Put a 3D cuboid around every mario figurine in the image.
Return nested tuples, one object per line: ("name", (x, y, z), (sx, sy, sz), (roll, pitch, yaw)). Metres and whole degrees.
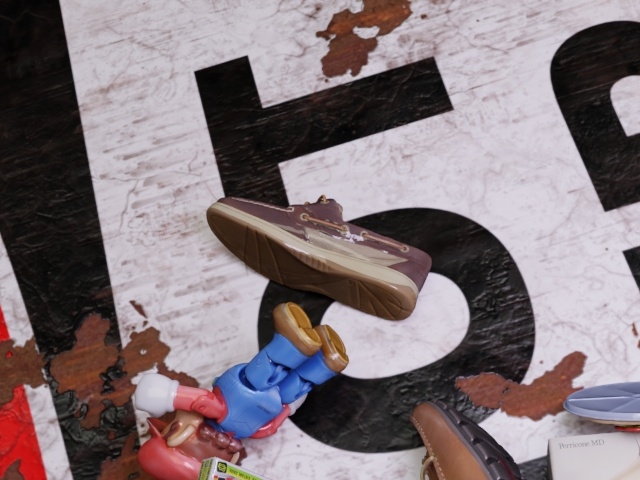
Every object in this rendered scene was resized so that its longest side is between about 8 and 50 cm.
("mario figurine", (-0.128, 0.203, 1.698), (0.320, 0.170, 0.198), (-40, 101, 12))

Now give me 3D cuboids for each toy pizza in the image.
("toy pizza", (0.414, 0.215, 1.604), (0.201, 0.201, 0.032), (-5, 94, 8))

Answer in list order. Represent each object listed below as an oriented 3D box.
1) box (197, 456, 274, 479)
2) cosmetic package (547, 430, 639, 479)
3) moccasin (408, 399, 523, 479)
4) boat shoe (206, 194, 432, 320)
("box", (-0.072, 0.368, 1.605), (0.036, 0.207, 0.114), (-25, 45, 51))
("cosmetic package", (0.376, 0.400, 1.536), (0.160, 0.113, 0.310), (-7, 61, 7))
("moccasin", (0.196, 0.346, 1.559), (0.147, 0.139, 0.380), (-46, 42, 13))
("boat shoe", (0.000, 0.000, 1.836), (0.341, 0.123, 0.123), (20, 58, 17))
